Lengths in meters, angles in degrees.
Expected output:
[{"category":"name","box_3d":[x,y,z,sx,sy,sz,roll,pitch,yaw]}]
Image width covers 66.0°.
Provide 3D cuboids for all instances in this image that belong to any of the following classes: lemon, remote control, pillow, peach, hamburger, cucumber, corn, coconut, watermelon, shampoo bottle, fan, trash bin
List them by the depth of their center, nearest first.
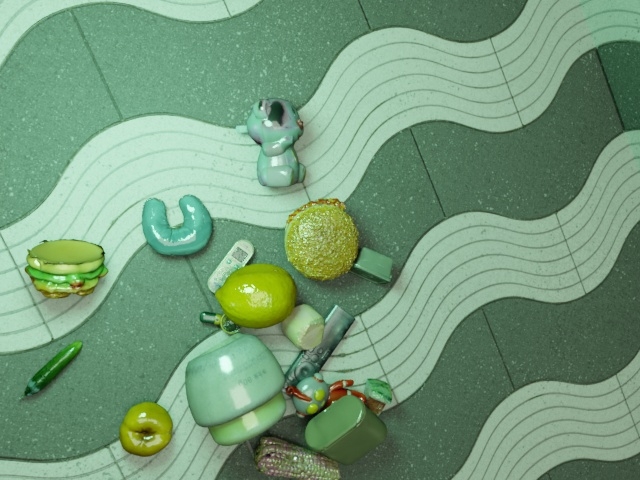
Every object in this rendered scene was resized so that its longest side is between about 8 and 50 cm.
[{"category":"hamburger","box_3d":[-0.795,0.098,1.550,0.237,0.237,0.149,6,106,-15]},{"category":"cucumber","box_3d":[-0.878,0.425,1.605,0.056,0.056,0.250,45,78,-11]},{"category":"shampoo bottle","box_3d":[-0.280,0.481,1.631,0.322,0.322,0.318,-23,90,-14]},{"category":"peach","box_3d":[-0.585,0.637,1.661,0.179,0.103,0.179,0,91,-12]},{"category":"lemon","box_3d":[-0.211,0.191,1.697,0.263,0.236,0.236,-27,97,-9]},{"category":"pillow","box_3d":[-0.490,-0.053,1.698,0.233,0.086,0.214,-10,87,-17]},{"category":"fan","box_3d":[-0.353,0.282,1.757,0.155,0.039,0.082,14,87,-13]},{"category":"remote control","box_3d":[-0.321,0.093,1.765,0.078,0.042,0.221,37,80,-11]},{"category":"trash bin","box_3d":[0.098,0.693,1.775,0.243,0.121,0.247,-36,132,2]},{"category":"hamburger","box_3d":[0.000,0.000,1.780,0.275,0.179,0.294,-15,95,-12]},{"category":"coconut","box_3d":[-0.065,0.308,1.783,0.147,0.152,0.147,-18,123,-30]},{"category":"corn","box_3d":[-0.081,0.808,1.789,0.335,0.126,0.127,21,85,-16]},{"category":"remote control","box_3d":[-0.014,0.420,1.849,0.107,0.044,0.378,38,80,-9]},{"category":"watermelon","box_3d":[0.211,0.604,1.912,0.097,0.121,0.158,19,130,0]}]

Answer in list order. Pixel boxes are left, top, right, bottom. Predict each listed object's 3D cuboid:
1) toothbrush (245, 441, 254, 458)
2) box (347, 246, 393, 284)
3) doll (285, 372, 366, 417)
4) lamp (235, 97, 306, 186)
[{"category":"toothbrush","box_3d":[-0.256,0.758,1.795,0.014,0.017,0.194,-25,94,-20]},{"category":"box","box_3d":[0.190,0.093,1.870,0.172,0.124,0.093,24,74,-15]},{"category":"doll","box_3d":[0.015,0.580,1.801,0.336,0.105,0.200,27,93,-29]},{"category":"lamp","box_3d":[-0.173,-0.345,1.740,0.247,0.247,0.301,2,103,24]}]
